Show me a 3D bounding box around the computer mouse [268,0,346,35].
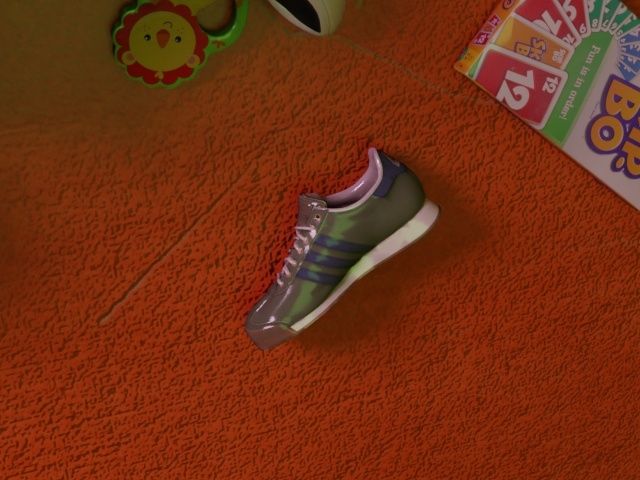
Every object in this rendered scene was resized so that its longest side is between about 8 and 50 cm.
[{"bbox_3d":[-0.040,-0.220,0.675,0.193,0.042,0.106,34,58,-32],"label":"computer mouse"}]

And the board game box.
[{"bbox_3d":[0.245,-0.126,0.834,0.259,0.039,0.124,31,101,-29],"label":"board game box"}]

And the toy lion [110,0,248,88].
[{"bbox_3d":[-0.103,-0.159,0.710,0.100,0.034,0.096,-6,121,-16],"label":"toy lion"}]

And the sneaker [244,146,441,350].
[{"bbox_3d":[0.000,0.000,0.797,0.192,0.064,0.086,-37,111,0],"label":"sneaker"}]
